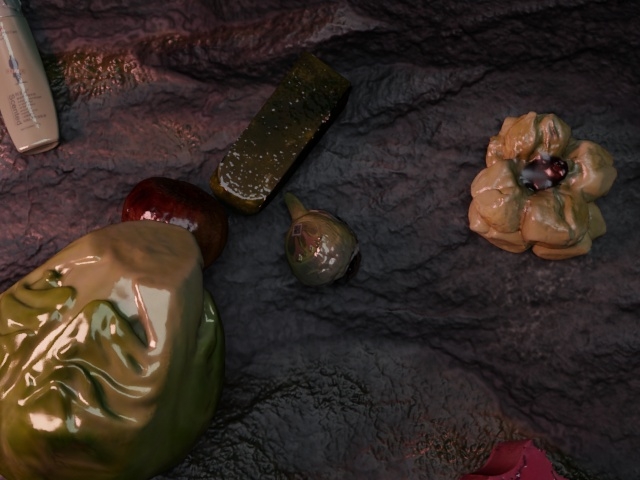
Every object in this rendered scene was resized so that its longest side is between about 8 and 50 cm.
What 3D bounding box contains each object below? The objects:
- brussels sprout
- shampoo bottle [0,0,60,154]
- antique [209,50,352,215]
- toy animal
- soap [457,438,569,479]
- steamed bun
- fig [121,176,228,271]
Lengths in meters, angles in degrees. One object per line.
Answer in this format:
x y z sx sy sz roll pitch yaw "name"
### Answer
-0.258 0.143 1.587 0.289 0.281 0.354 35 114 18 "brussels sprout"
-0.399 -0.218 1.763 0.072 0.049 0.212 -21 83 -1 "shampoo bottle"
-0.056 -0.131 1.736 0.081 0.080 0.221 36 76 4 "antique"
0.000 0.000 1.733 0.098 0.098 0.137 -19 57 -5 "toy animal"
0.255 0.323 1.607 0.099 0.250 0.162 -32 82 -8 "soap"
0.295 -0.065 1.737 0.192 0.106 0.177 28 83 1 "steamed bun"
-0.196 0.022 1.715 0.134 0.146 0.201 9 117 -14 "fig"
